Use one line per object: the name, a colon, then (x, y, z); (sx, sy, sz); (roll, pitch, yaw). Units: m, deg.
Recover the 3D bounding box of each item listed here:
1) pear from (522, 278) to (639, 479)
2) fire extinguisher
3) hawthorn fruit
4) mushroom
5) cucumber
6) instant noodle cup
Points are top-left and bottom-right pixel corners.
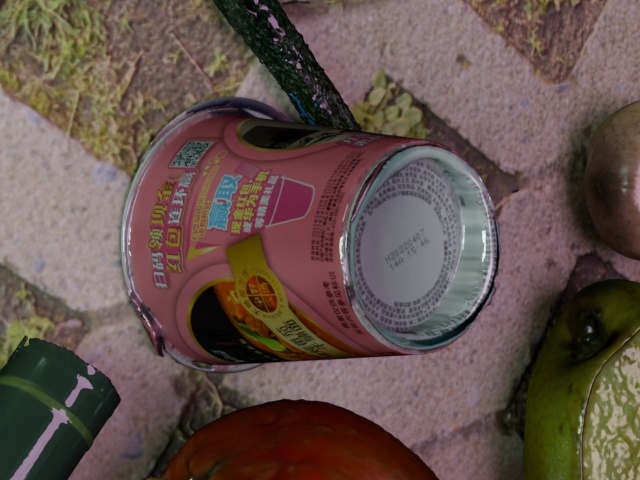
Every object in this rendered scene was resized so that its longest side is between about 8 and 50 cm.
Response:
pear: (0.276, 0.177, 1.797); (0.238, 0.164, 0.255); (-25, 102, -27)
fire extinguisher: (-0.265, 0.212, 1.369); (0.118, 0.093, 0.294); (42, 64, -19)
hawthorn fruit: (-0.022, 0.254, 1.472); (0.300, 0.275, 0.275); (35, 68, -25)
mushroom: (0.341, -0.059, 1.866); (0.166, 0.127, 0.166); (-6, 98, -47)
cucumber: (-0.026, -0.151, 1.597); (0.256, 0.043, 0.044); (55, 24, -29)
instant noodle cup: (0.000, 0.000, 1.487); (0.244, 0.255, 0.244); (-2, 93, -39)
